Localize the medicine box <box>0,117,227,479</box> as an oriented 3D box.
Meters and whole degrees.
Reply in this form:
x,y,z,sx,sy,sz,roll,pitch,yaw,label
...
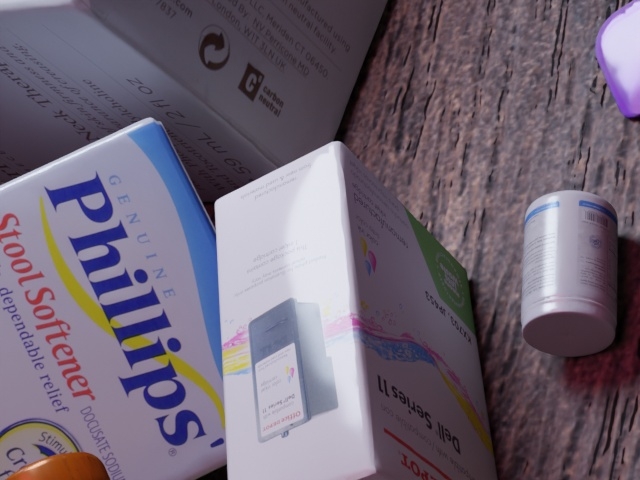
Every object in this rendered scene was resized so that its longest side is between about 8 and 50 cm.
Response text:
x,y,z,sx,sy,sz,roll,pitch,yaw,label
-0.200,0.088,1.359,0.289,0.264,0.149,-26,-3,-8,medicine box

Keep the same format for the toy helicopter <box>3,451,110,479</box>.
x,y,z,sx,sy,sz,roll,pitch,yaw,label
-0.137,0.281,1.281,0.140,0.235,0.355,61,142,28,toy helicopter

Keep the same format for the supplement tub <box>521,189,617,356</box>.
x,y,z,sx,sy,sz,roll,pitch,yaw,label
0.184,0.024,1.296,0.071,0.071,0.107,-15,52,33,supplement tub

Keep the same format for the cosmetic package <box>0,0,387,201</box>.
x,y,z,sx,sy,sz,roll,pitch,yaw,label
-0.189,-0.248,1.622,0.393,0.329,0.327,1,62,42,cosmetic package

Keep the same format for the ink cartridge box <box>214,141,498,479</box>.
x,y,z,sx,sy,sz,roll,pitch,yaw,label
0.032,0.134,1.245,0.119,0.207,0.354,-24,49,22,ink cartridge box

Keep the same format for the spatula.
x,y,z,sx,sy,sz,roll,pitch,yaw,label
0.270,-0.070,1.319,0.084,0.030,0.296,-29,46,24,spatula
